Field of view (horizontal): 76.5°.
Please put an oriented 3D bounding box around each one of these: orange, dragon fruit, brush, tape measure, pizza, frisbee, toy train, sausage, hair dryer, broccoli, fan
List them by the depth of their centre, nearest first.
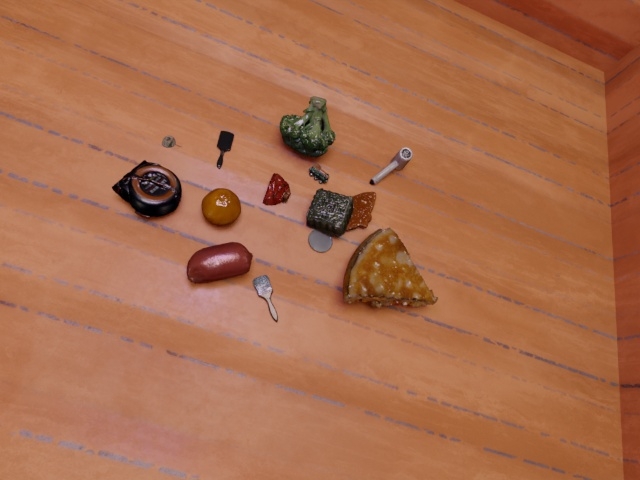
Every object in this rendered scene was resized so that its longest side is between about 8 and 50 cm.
[{"bbox_3d":[-0.381,0.082,1.546,0.255,0.148,0.148,-8,72,-18],"label":"sausage"},{"bbox_3d":[-0.655,-0.196,1.581,0.223,0.135,0.202,35,54,-3],"label":"tape measure"},{"bbox_3d":[-0.207,0.232,1.607,0.070,0.021,0.196,-18,78,-22],"label":"brush"},{"bbox_3d":[-0.396,-0.137,1.629,0.159,0.136,0.158,7,66,-17],"label":"orange"},{"bbox_3d":[0.301,0.179,1.719,0.406,0.130,0.439,36,54,-1],"label":"pizza"},{"bbox_3d":[-0.639,-0.425,1.742,0.080,0.003,0.060,-5,72,-18],"label":"fan"},{"bbox_3d":[0.000,0.000,1.760,0.110,0.014,0.110,5,68,-13],"label":"frisbee"},{"bbox_3d":[-0.177,-0.224,1.761,0.107,0.083,0.162,22,63,-10],"label":"dragon fruit"},{"bbox_3d":[-0.429,-0.400,1.788,0.063,0.016,0.193,13,66,-11],"label":"brush"},{"bbox_3d":[-0.050,-0.503,1.804,0.270,0.270,0.269,15,37,-12],"label":"broccoli"},{"bbox_3d":[-0.003,-0.307,1.865,0.103,0.044,0.064,38,54,1],"label":"toy train"},{"bbox_3d":[0.327,-0.348,1.943,0.237,0.131,0.073,-35,85,-11],"label":"hair dryer"}]

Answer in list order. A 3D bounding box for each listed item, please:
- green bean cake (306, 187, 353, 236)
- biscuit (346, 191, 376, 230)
[{"bbox_3d":[0.042,-0.126,1.751,0.182,0.094,0.173,20,67,9],"label":"green bean cake"},{"bbox_3d":[0.157,-0.134,1.840,0.183,0.043,0.280,42,62,7],"label":"biscuit"}]
